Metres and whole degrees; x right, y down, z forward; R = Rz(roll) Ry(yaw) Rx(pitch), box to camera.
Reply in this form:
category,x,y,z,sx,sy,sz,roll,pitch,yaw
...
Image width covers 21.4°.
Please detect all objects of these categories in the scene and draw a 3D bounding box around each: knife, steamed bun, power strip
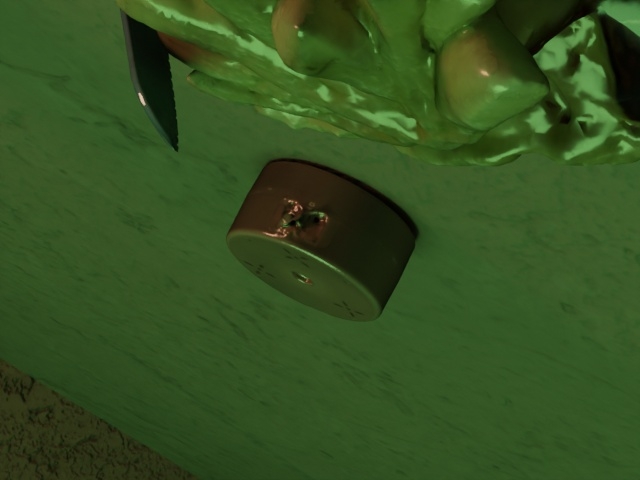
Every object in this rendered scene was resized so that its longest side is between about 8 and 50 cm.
category,x,y,z,sx,sy,sz,roll,pitch,yaw
knife,-0.104,-0.138,0.953,0.044,0.019,0.313,46,-163,-33
steamed bun,0.055,-0.116,0.870,0.428,0.189,0.247,10,149,43
power strip,0.000,0.000,1.447,0.154,0.078,0.154,26,162,9
